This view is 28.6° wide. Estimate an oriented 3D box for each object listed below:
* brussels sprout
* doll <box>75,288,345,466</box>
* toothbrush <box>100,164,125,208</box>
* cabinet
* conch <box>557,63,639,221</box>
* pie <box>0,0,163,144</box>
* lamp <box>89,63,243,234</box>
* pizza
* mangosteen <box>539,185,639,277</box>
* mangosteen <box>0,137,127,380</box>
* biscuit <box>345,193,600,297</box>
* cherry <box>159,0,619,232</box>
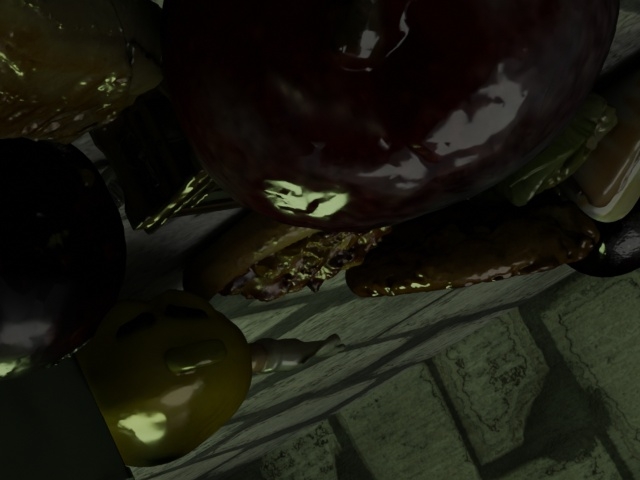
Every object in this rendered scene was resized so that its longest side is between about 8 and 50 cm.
[{"bbox_3d":[0.230,-0.099,1.343,0.181,0.100,0.139,-45,170,-6],"label":"brussels sprout"},{"bbox_3d":[-0.174,0.158,1.322,0.423,0.161,0.348,-23,166,33],"label":"doll"},{"bbox_3d":[-0.225,0.046,0.864,0.294,0.028,0.026,-50,-176,-29],"label":"toothbrush"},{"bbox_3d":[-0.263,0.145,1.047,0.150,0.206,0.145,-24,167,-12],"label":"cabinet"},{"bbox_3d":[0.337,-0.134,1.440,0.158,0.127,0.255,-15,138,-51],"label":"conch"},{"bbox_3d":[-0.175,-0.101,0.569,0.128,0.068,0.282,-33,165,18],"label":"pie"},{"bbox_3d":[-0.012,-0.080,0.941,0.090,0.089,0.325,-36,164,38],"label":"lamp"},{"bbox_3d":[0.000,0.000,1.293,0.289,0.081,0.229,-31,166,14],"label":"pizza"},{"bbox_3d":[0.344,-0.048,1.622,0.230,0.194,0.194,4,158,-14],"label":"mangosteen"},{"bbox_3d":[-0.207,0.012,0.746,0.184,0.172,0.172,-24,171,37],"label":"mangosteen"},{"bbox_3d":[0.166,-0.003,1.437,0.289,0.081,0.334,-11,-173,0],"label":"biscuit"},{"bbox_3d":[0.038,-0.111,0.662,0.230,0.203,0.300,-38,173,16],"label":"cherry"}]
